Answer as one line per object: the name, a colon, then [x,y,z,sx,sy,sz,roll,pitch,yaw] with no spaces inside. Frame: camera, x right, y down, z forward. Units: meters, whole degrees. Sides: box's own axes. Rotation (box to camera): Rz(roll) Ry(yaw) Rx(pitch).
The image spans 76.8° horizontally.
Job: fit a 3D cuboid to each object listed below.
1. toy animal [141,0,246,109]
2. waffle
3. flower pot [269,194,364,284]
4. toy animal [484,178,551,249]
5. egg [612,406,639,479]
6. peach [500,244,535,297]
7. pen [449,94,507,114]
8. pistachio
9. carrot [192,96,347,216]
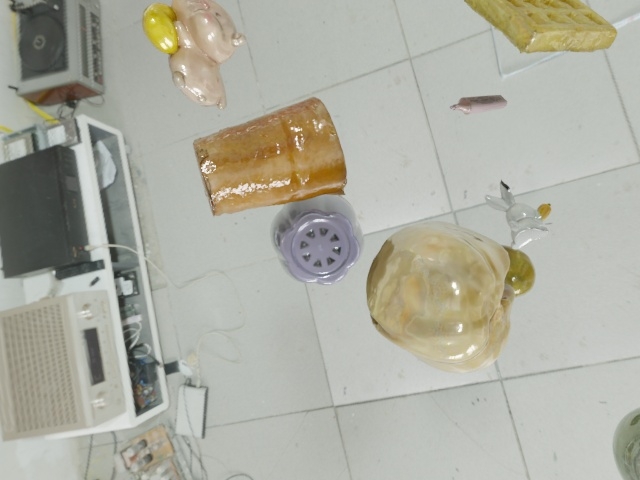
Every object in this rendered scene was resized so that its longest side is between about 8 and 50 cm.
toy animal: [-0.118,-0.197,0.397,0.082,0.091,0.114,-24,76,11]
waffle: [0.462,-0.475,0.850,0.248,0.055,0.221,-11,56,-20]
flower pot: [0.000,0.000,1.035,0.265,0.243,0.265,-1,97,-5]
toy animal: [0.556,-0.081,1.123,0.127,0.181,0.131,33,128,-25]
egg: [0.612,0.374,0.696,0.183,0.217,0.183,2,94,29]
peach: [0.583,0.107,1.344,0.251,0.251,0.153,-1,122,15]
pen: [0.436,-0.379,1.123,0.197,0.032,0.053,-16,62,-24]
pistachio: [0.195,0.080,0.675,0.238,0.321,0.229,-11,112,9]
carrot: [-0.097,-0.141,0.752,0.254,0.196,0.196,-20,82,-14]
